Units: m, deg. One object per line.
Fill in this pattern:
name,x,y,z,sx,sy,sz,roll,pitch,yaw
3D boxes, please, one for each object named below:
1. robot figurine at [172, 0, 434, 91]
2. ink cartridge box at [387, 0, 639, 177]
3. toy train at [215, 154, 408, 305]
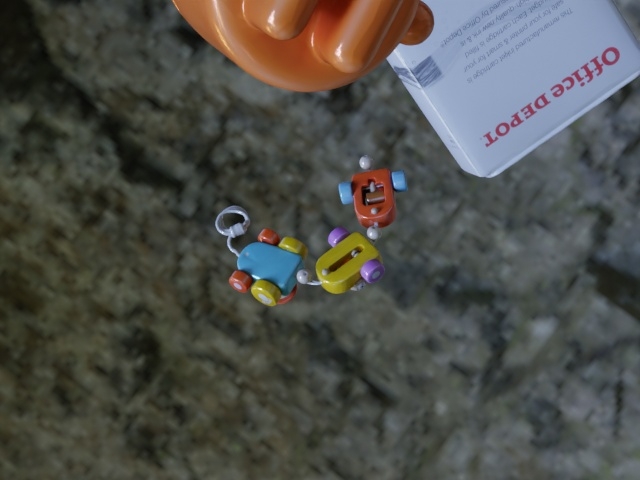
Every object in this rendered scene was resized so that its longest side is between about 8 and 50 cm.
robot figurine,-0.022,-0.160,0.918,0.158,0.128,0.219,-15,22,-13
ink cartridge box,0.153,-0.233,1.588,0.207,0.283,0.117,-35,12,-1
toy train,0.000,0.000,1.370,0.166,0.125,0.046,-15,-38,4
